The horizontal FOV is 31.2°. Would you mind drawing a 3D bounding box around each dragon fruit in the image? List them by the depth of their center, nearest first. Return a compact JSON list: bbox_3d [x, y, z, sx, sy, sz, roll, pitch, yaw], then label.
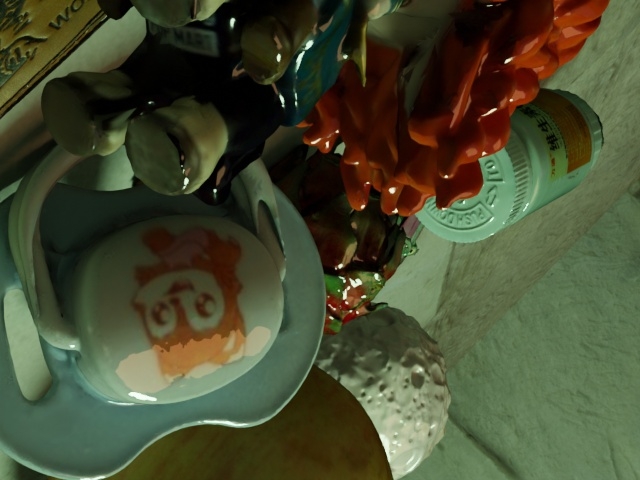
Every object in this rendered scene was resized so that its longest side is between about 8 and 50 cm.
[{"bbox_3d":[-0.006,0.007,1.120,0.188,0.182,0.182,-31,166,9],"label":"dragon fruit"}]

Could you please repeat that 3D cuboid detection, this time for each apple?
[{"bbox_3d":[-0.098,0.297,1.198,0.346,0.391,0.391,-46,165,-34],"label":"apple"}]

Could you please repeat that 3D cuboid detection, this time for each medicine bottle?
[{"bbox_3d":[0.249,-0.109,1.502,0.318,0.158,0.158,-23,151,-54],"label":"medicine bottle"}]

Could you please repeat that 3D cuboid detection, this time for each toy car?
[{"bbox_3d":[0.127,-0.030,1.563,0.142,0.055,0.069,-60,171,4],"label":"toy car"}]

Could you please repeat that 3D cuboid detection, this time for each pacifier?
[{"bbox_3d":[-0.150,0.042,0.871,0.299,0.244,0.233,-13,178,-34],"label":"pacifier"}]

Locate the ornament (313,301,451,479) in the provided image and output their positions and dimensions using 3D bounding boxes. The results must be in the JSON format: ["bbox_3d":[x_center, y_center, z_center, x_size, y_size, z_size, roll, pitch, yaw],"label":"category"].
[{"bbox_3d":[0.056,0.207,1.570,0.225,0.259,0.259,-34,159,-50],"label":"ornament"}]

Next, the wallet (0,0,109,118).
[{"bbox_3d":[-0.164,-0.135,0.604,0.195,0.042,0.161,-49,164,-7],"label":"wallet"}]

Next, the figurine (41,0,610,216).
[{"bbox_3d":[0.012,-0.167,0.655,0.412,0.241,0.306,0,96,-55],"label":"figurine"}]

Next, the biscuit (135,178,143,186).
[{"bbox_3d":[-0.085,-0.087,0.951,0.206,0.025,0.126,-46,163,-7],"label":"biscuit"}]
